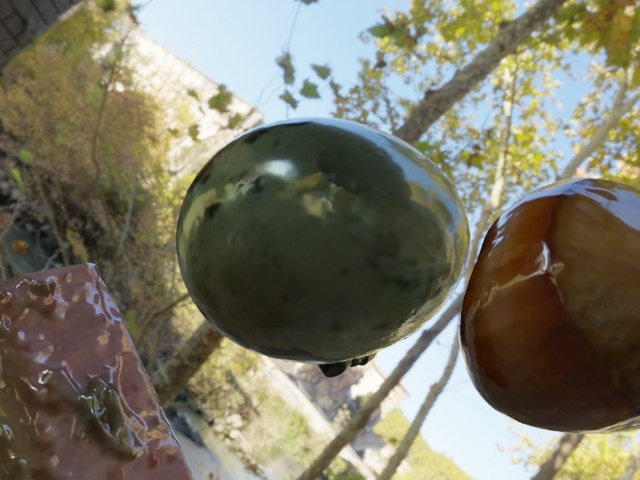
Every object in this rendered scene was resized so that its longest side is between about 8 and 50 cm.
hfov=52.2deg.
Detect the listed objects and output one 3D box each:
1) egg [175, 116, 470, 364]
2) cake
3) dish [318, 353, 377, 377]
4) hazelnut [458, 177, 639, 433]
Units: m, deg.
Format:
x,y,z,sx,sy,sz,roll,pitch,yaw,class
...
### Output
x,y,z,sx,sy,sz,roll,pitch,yaw,class
0.000,0.000,0.911,0.428,0.344,0.345,-2,-42,32,egg
-0.324,0.212,0.612,0.293,0.307,0.314,-40,-108,55,cake
0.026,0.195,1.105,0.141,0.078,0.141,13,-28,7,dish
0.182,0.050,0.443,0.182,0.182,0.182,48,-10,11,hazelnut
